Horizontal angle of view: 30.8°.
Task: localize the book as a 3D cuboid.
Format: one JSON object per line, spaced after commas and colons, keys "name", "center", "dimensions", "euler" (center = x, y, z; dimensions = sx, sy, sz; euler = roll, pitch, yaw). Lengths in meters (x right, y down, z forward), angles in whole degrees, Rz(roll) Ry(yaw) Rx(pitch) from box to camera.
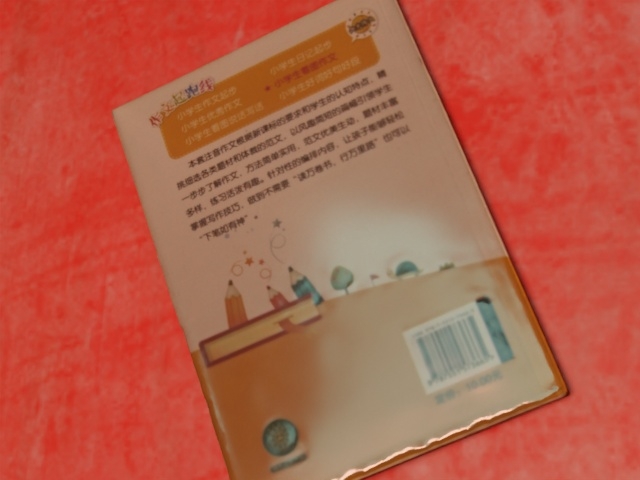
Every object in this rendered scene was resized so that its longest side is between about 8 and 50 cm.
{"name": "book", "center": [0.000, 0.000, 0.723], "dimensions": [0.208, 0.020, 0.295], "euler": [-24, 70, 10]}
